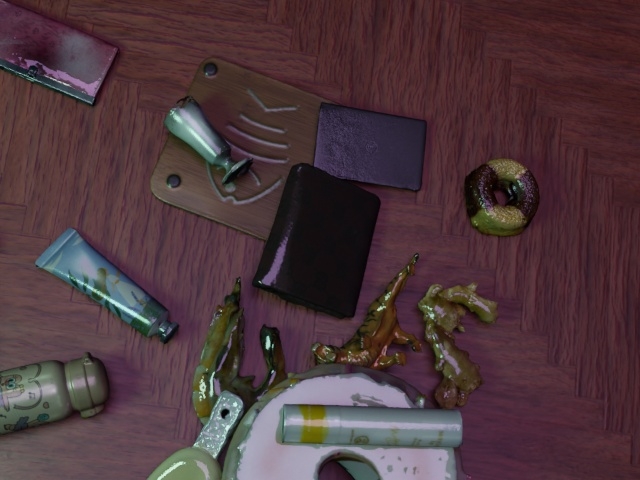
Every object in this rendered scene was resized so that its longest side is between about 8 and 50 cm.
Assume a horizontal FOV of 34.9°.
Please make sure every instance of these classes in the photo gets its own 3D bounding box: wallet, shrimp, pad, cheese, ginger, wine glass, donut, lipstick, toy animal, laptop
[{"bbox_3d":[-0.476,-0.327,1.762,0.232,0.025,0.119,22,73,-1],"label":"wallet"},{"bbox_3d":[-0.119,0.190,1.642,0.145,0.059,0.254,18,74,-4],"label":"shrimp"},{"bbox_3d":[-0.119,-0.154,1.758,0.287,0.018,0.284,20,74,1],"label":"pad"},{"bbox_3d":[0.000,0.000,1.699,0.182,0.049,0.229,21,73,-17],"label":"wallet"},{"bbox_3d":[-0.183,0.345,1.580,0.127,0.050,0.235,29,88,10],"label":"cheese"},{"bbox_3d":[0.219,0.165,1.689,0.193,0.052,0.176,-42,81,-17],"label":"ginger"},{"bbox_3d":[-0.188,-0.167,1.711,0.072,0.072,0.155,-42,82,-14],"label":"wine glass"},{"bbox_3d":[0.315,-0.077,1.761,0.140,0.059,0.140,2,76,-9],"label":"donut"},{"bbox_3d":[0.035,0.375,1.563,0.383,0.142,0.382,2,75,-6],"label":"donut"},{"bbox_3d":[0.076,0.271,1.494,0.264,0.059,0.059,3,75,-7],"label":"lipstick"},{"bbox_3d":[0.105,0.128,1.674,0.114,0.116,0.255,53,55,-24],"label":"toy animal"},{"bbox_3d":[0.087,-0.161,1.770,0.197,0.016,0.135,10,76,-10],"label":"laptop"}]

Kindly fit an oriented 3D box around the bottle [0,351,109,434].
[{"bbox_3d":[-0.432,0.244,1.577,0.209,0.097,0.110,-11,109,-9],"label":"bottle"}]

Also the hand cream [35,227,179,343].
[{"bbox_3d":[-0.342,0.081,1.657,0.256,0.055,0.088,35,70,11],"label":"hand cream"}]
